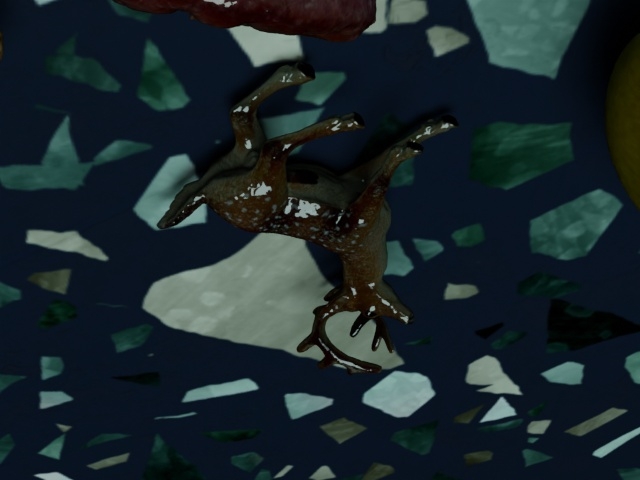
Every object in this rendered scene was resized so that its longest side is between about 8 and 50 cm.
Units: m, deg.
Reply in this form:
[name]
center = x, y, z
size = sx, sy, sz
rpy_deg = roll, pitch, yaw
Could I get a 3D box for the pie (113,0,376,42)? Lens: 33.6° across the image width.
[pie]
center = -0.073, -0.151, 0.599
size = 0.218, 0.204, 0.054
rpy_deg = 2, 103, -29

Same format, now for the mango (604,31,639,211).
[mango]
center = 0.413, -0.066, 0.768
size = 0.445, 0.221, 0.301
rpy_deg = 11, 137, -19

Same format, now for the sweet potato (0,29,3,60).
[sweet potato]
center = -0.321, -0.095, 0.666
size = 0.251, 0.097, 0.097
rpy_deg = -9, 139, 1

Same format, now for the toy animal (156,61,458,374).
[toy animal]
center = 0.002, -0.013, 0.859
size = 0.243, 0.087, 0.260
rpy_deg = 25, 131, -17
